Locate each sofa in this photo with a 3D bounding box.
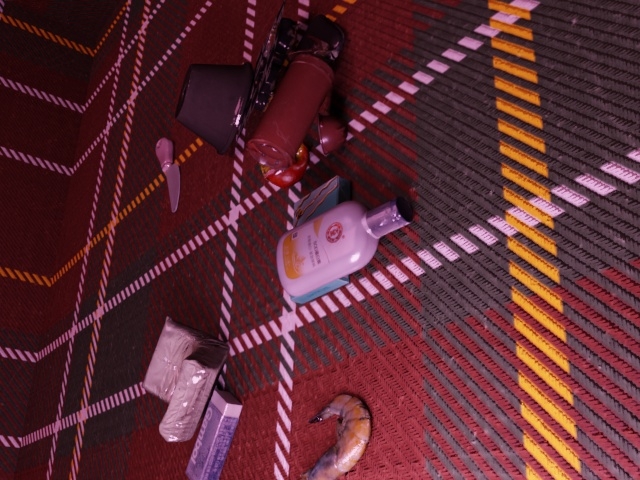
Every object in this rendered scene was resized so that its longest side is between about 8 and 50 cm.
[{"bbox_3d":[-0.329,0.316,1.727,0.225,0.175,0.210,-69,2,-78],"label":"sofa"}]

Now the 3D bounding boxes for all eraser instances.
[{"bbox_3d":[-0.244,0.455,1.707,0.092,0.046,0.213,22,94,60],"label":"eraser"}]

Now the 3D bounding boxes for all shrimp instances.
[{"bbox_3d":[0.014,0.365,1.342,0.217,0.051,0.150,-50,34,21],"label":"shrimp"}]

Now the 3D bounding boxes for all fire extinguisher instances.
[{"bbox_3d":[-0.060,-0.319,1.646,0.147,0.106,0.337,11,65,36],"label":"fire extinguisher"}]

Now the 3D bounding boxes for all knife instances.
[{"bbox_3d":[-0.488,-0.223,2.468,0.081,0.043,0.336,-47,45,26],"label":"knife"}]

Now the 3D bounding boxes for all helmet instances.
[{"bbox_3d":[0.028,-0.233,1.601,0.111,0.057,0.089,-88,-16,-62],"label":"helmet"}]

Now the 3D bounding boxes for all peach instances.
[{"bbox_3d":[-0.085,-0.183,1.731,0.127,0.092,0.172,-67,23,-4],"label":"peach"}]

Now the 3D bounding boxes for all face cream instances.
[{"bbox_3d":[0.040,0.000,1.403,0.291,0.071,0.144,-24,58,33],"label":"face cream"}]

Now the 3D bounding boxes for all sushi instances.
[{"bbox_3d":[-0.127,-0.430,1.927,0.294,0.059,0.292,134,150,-60],"label":"sushi"}]

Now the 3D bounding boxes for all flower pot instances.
[{"bbox_3d":[-0.303,-0.387,2.070,0.269,0.166,0.269,-53,27,42],"label":"flower pot"}]

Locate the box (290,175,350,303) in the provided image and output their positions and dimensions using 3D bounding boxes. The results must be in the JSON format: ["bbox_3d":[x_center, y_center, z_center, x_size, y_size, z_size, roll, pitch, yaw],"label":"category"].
[{"bbox_3d":[0.000,0.000,1.546,0.162,0.041,0.229,-29,52,48],"label":"box"}]

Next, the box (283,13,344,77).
[{"bbox_3d":[-0.021,-0.438,1.801,0.201,0.042,0.213,-61,31,23],"label":"box"}]
